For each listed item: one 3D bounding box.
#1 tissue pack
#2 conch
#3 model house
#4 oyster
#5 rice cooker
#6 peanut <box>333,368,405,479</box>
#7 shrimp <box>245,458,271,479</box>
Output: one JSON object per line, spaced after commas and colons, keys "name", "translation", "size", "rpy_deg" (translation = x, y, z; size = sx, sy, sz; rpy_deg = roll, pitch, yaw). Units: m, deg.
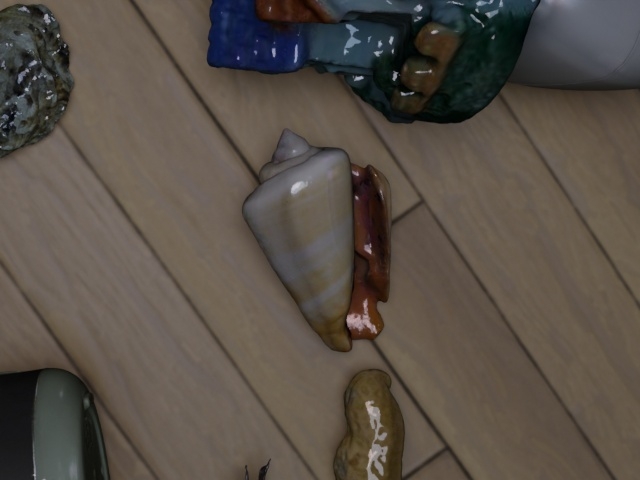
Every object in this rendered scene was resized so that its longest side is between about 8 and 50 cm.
{"name": "tissue pack", "translation": [0.262, -0.327, 1.089], "size": [0.236, 0.229, 0.333], "rpy_deg": [6, 91, -33]}
{"name": "conch", "translation": [-0.008, -0.004, 1.155], "size": [0.158, 0.127, 0.255], "rpy_deg": [-24, 119, -34]}
{"name": "model house", "translation": [-0.003, -0.252, 1.011], "size": [0.329, 0.295, 0.252], "rpy_deg": [6, 97, -17]}
{"name": "oyster", "translation": [-0.331, -0.165, 1.126], "size": [0.125, 0.064, 0.177], "rpy_deg": [0, 90, -3]}
{"name": "rice cooker", "translation": [-0.348, 0.273, 1.037], "size": [0.277, 0.288, 0.288], "rpy_deg": [-9, 93, -5]}
{"name": "peanut", "translation": [0.054, 0.232, 1.178], "size": [0.080, 0.080, 0.174], "rpy_deg": [1, 88, -7]}
{"name": "shrimp", "translation": [-0.108, 0.448, 1.133], "size": [0.221, 0.166, 0.410], "rpy_deg": [11, 106, -39]}
